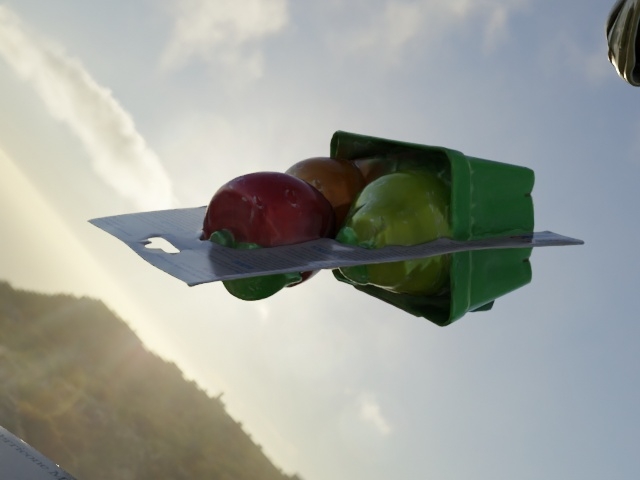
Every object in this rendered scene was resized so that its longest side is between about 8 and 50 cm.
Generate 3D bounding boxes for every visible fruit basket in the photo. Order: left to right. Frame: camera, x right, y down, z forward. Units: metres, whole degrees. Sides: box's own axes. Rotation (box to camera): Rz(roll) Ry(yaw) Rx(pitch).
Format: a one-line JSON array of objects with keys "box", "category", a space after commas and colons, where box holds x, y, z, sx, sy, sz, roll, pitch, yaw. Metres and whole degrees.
[{"box": [0.000, 0.000, 0.952, 0.327, 0.353, 0.165, 20, -61, 62], "category": "fruit basket"}]

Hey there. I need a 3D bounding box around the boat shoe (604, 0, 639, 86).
[{"box": [0.401, -0.291, 1.100, 0.113, 0.103, 0.302, 15, -45, -5], "category": "boat shoe"}]

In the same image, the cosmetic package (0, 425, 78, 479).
[{"box": [-0.186, 0.157, 0.389, 0.160, 0.113, 0.309, 29, 4, 19], "category": "cosmetic package"}]
